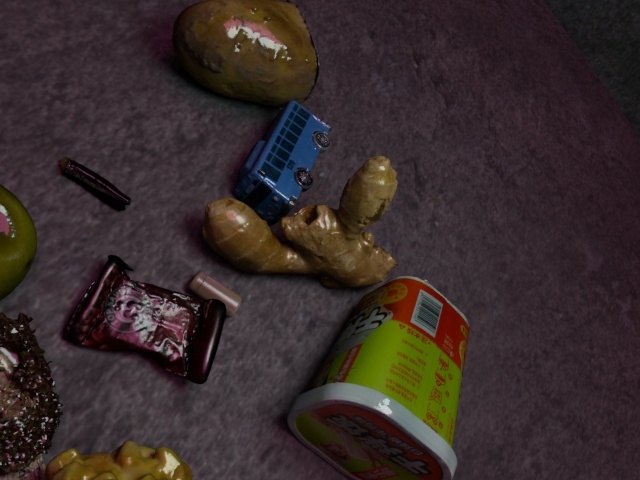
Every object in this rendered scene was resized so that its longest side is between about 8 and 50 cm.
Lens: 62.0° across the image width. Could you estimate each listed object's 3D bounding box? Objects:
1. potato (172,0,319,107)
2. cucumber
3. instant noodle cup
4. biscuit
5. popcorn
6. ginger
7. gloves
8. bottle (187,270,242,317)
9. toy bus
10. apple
[{"bbox_3d":[-0.165,-0.386,1.076,0.265,0.229,0.230,-6,74,-31],"label":"potato"},{"bbox_3d":[-0.392,-0.100,0.927,0.134,0.033,0.034,35,23,-17],"label":"cucumber"},{"bbox_3d":[0.133,0.248,0.981,0.294,0.294,0.308,41,48,-11],"label":"instant noodle cup"},{"bbox_3d":[-0.278,0.131,0.880,0.235,0.063,0.152,25,59,-15],"label":"biscuit"},{"bbox_3d":[-0.257,0.380,0.713,0.191,0.190,0.254,-16,101,-20],"label":"popcorn"},{"bbox_3d":[-0.010,0.016,1.030,0.362,0.348,0.122,-21,47,2],"label":"ginger"},{"bbox_3d":[-0.447,0.229,0.687,0.210,0.135,0.313,4,89,-9],"label":"gloves"},{"bbox_3d":[-0.190,0.096,0.962,0.096,0.045,0.045,37,55,-12],"label":"bottle"},{"bbox_3d":[-0.079,-0.161,1.096,0.133,0.116,0.234,35,55,-18],"label":"toy bus"},{"bbox_3d":[-0.489,0.001,0.728,0.196,0.156,0.197,37,42,-42],"label":"apple"}]
